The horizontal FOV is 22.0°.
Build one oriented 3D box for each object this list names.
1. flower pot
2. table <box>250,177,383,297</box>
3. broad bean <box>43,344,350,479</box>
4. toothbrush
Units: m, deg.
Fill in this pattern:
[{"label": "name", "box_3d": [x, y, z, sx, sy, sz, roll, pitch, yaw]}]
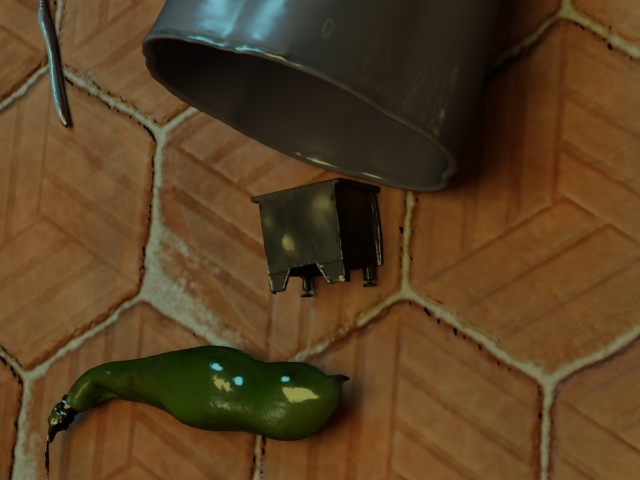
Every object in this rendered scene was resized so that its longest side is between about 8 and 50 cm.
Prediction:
[{"label": "flower pot", "box_3d": [0.020, -0.198, 1.260, 0.265, 0.265, 0.243, 13, 77, 31]}, {"label": "table", "box_3d": [0.000, 0.000, 1.332, 0.083, 0.070, 0.082, -11, 81, 27]}, {"label": "broad bean", "box_3d": [-0.108, 0.137, 1.383, 0.318, 0.056, 0.098, -15, 81, 33]}, {"label": "toothbrush", "box_3d": [-0.257, -0.193, 1.543, 0.019, 0.013, 0.193, -26, 70, 31]}]
